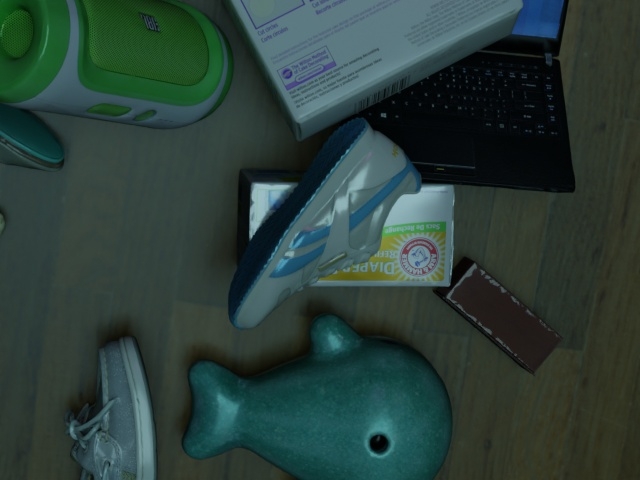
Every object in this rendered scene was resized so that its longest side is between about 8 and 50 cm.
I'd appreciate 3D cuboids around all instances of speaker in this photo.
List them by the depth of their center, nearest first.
[{"bbox_3d":[-0.199,-0.172,1.518,0.131,0.296,0.131,-1,88,28],"label":"speaker"}]

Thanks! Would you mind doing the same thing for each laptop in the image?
[{"bbox_3d":[0.142,-0.197,1.639,0.234,0.136,0.264,4,56,-8],"label":"laptop"}]

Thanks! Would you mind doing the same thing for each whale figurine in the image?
[{"bbox_3d":[0.000,0.183,1.681,0.272,0.141,0.216,6,98,-8],"label":"whale figurine"}]

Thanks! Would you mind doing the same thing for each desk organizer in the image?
[{"bbox_3d":[0.185,0.078,1.739,0.130,0.047,0.050,40,89,-12],"label":"desk organizer"}]

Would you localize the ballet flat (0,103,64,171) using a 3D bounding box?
[{"bbox_3d":[-0.347,-0.124,1.632,0.213,0.072,0.068,38,119,-11],"label":"ballet flat"}]

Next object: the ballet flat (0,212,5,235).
[{"bbox_3d":[-0.392,0.010,1.646,0.173,0.049,0.057,-19,102,-5],"label":"ballet flat"}]

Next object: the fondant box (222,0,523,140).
[{"bbox_3d":[0.008,-0.295,1.582,0.238,0.096,0.330,-27,83,-3],"label":"fondant box"}]

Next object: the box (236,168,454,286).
[{"bbox_3d":[0.024,-0.014,1.668,0.203,0.114,0.103,0,99,-9],"label":"box"}]

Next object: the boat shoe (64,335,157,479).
[{"bbox_3d":[-0.222,0.252,1.676,0.103,0.118,0.320,3,105,-13],"label":"boat shoe"}]

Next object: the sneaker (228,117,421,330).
[{"bbox_3d":[0.000,0.000,1.565,0.092,0.087,0.228,37,98,-20],"label":"sneaker"}]
